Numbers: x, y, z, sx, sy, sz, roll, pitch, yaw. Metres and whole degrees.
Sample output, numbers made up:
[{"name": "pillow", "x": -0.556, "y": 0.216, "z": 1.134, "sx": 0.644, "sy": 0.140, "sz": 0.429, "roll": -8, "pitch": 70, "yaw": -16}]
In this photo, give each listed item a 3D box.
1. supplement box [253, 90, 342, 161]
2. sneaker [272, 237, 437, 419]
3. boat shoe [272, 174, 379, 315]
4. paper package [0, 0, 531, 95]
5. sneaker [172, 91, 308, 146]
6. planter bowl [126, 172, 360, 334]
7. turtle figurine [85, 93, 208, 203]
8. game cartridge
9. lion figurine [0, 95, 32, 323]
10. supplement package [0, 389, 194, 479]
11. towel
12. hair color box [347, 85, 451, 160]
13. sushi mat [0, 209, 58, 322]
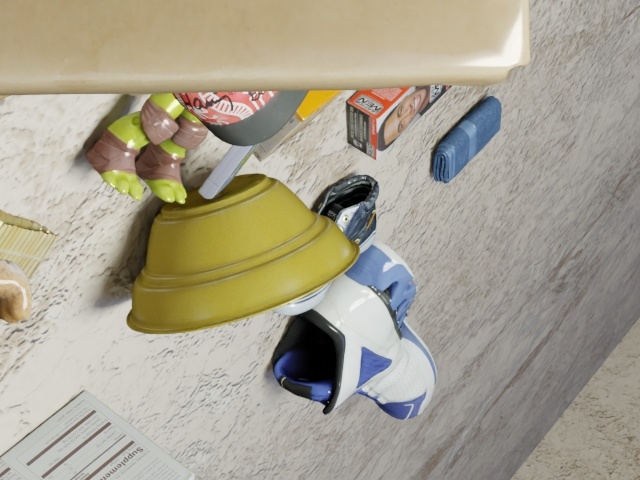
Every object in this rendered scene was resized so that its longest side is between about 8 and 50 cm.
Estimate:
[{"name": "supplement box", "x": -0.026, "y": -0.117, "z": 1.144, "sx": 0.062, "sy": 0.036, "sz": 0.098, "roll": -41, "pitch": -178, "yaw": -32}, {"name": "sneaker", "x": 0.030, "y": 0.141, "z": 1.543, "sx": 0.182, "sy": 0.127, "sz": 0.315, "roll": -44, "pitch": 147, "yaw": -19}, {"name": "boat shoe", "x": 0.000, "y": 0.000, "z": 1.371, "sx": 0.183, "sy": 0.065, "sz": 0.083, "roll": -45, "pitch": 152, "yaw": -39}, {"name": "paper package", "x": -0.086, "y": -0.215, "z": 0.507, "sx": 0.324, "sy": 0.168, "sz": 0.310, "roll": -4, "pitch": 103, "yaw": -17}, {"name": "sneaker", "x": -0.025, "y": -0.205, "z": 0.799, "sx": 0.270, "sy": 0.090, "sz": 0.145, "roll": -62, "pitch": 143, "yaw": -13}, {"name": "planter bowl", "x": -0.080, "y": -0.002, "z": 1.112, "sx": 0.217, "sy": 0.217, "sz": 0.090, "roll": -31, "pitch": 111, "yaw": -45}, {"name": "turtle figurine", "x": -0.093, "y": -0.133, "z": 0.982, "sx": 0.217, "sy": 0.087, "sz": 0.269, "roll": -52, "pitch": 173, "yaw": 12}, {"name": "game cartridge", "x": -0.068, "y": -0.071, "z": 1.052, "sx": 0.083, "sy": 0.017, "sz": 0.056, "roll": -51, "pitch": 177, "yaw": 19}, {"name": "lion figurine", "x": -0.249, "y": -0.044, "z": 0.686, "sx": 0.240, "sy": 0.142, "sz": 0.392, "roll": 0, "pitch": 126, "yaw": -46}, {"name": "supplement package", "x": -0.237, "y": 0.314, "z": 1.193, "sx": 0.204, "sy": 0.145, "sz": 0.262, "roll": -39, "pitch": 151, "yaw": -35}, {"name": "towel", "x": 0.184, "y": -0.129, "z": 1.598, "sx": 0.119, "sy": 0.029, "sz": 0.067, "roll": -44, "pitch": 153, "yaw": -26}, {"name": "hair color box", "x": 0.088, "y": -0.159, "z": 1.358, "sx": 0.141, "sy": 0.043, "sz": 0.072, "roll": -45, "pitch": 154, "yaw": -25}, {"name": "sushi mat", "x": -0.321, "y": 0.108, "z": 0.930, "sx": 0.316, "sy": 0.019, "sz": 0.151, "roll": -56, "pitch": 158, "yaw": -1}]
